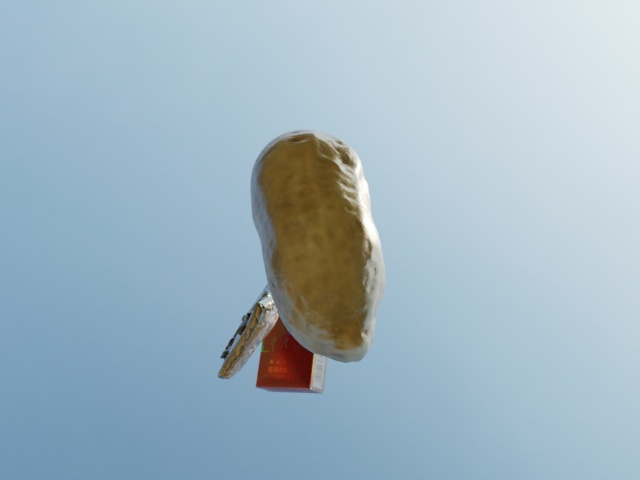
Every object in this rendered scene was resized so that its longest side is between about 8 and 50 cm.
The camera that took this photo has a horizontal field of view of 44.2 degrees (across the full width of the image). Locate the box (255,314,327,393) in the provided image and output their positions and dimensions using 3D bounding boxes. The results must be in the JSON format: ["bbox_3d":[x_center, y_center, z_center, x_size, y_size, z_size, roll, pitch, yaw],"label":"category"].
[{"bbox_3d":[-0.041,0.163,1.309,0.112,0.048,0.175,-6,-112,32],"label":"box"}]

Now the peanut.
[{"bbox_3d":[0.000,0.000,0.772,0.122,0.137,0.253,-14,-131,-1],"label":"peanut"}]

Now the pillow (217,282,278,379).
[{"bbox_3d":[-0.101,0.127,1.159,0.043,0.232,0.126,34,-85,-4],"label":"pillow"}]
